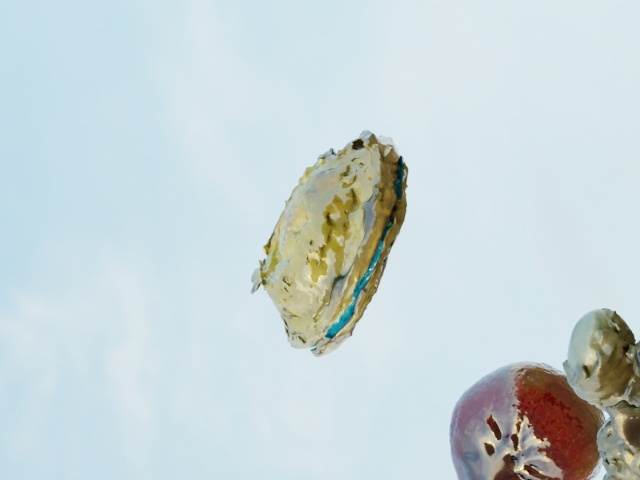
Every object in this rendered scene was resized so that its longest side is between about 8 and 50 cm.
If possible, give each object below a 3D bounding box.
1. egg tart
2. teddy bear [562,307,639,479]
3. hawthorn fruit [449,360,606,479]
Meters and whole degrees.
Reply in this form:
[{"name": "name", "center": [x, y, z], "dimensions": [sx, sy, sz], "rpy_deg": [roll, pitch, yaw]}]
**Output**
[{"name": "egg tart", "center": [0.000, 0.000, 2.021], "dimensions": [0.107, 0.291, 0.290], "rpy_deg": [21, -129, -14]}, {"name": "teddy bear", "center": [0.342, 0.198, 1.619], "dimensions": [0.156, 0.256, 0.267], "rpy_deg": [-10, -77, -20]}, {"name": "hawthorn fruit", "center": [0.314, 0.285, 2.575], "dimensions": [0.266, 0.210, 0.230], "rpy_deg": [2, -63, -52]}]
